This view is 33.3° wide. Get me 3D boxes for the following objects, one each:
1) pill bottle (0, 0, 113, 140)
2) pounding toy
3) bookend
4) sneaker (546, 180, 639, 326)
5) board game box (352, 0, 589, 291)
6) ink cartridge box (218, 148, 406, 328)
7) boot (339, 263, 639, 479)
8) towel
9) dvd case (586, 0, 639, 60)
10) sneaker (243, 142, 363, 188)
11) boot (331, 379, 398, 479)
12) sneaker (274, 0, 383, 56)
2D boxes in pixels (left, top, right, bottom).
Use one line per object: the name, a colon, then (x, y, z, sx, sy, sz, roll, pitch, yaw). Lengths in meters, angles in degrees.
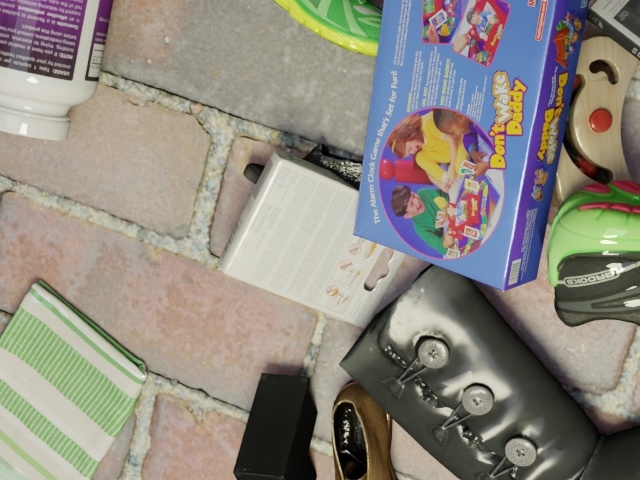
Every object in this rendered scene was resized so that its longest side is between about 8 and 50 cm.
pill bottle: (-0.387, -0.311, 1.493, 0.182, 0.181, 0.322, 16, 100, 15)
pounding toy: (0.310, -0.167, 1.354, 0.154, 0.155, 0.269, -22, 99, -10)
bookend: (-0.050, 0.294, 1.498, 0.072, 0.156, 0.157, 3, 52, 17)
sneaker: (0.501, 0.065, 1.259, 0.483, 0.185, 0.202, 13, 116, 6)
board game box: (0.171, -0.142, 1.283, 0.233, 0.078, 0.347, 22, 113, 37)
ink cartridge box: (0.000, 0.000, 1.452, 0.225, 0.056, 0.181, 22, 107, -21)
boot: (0.293, 0.186, 1.367, 0.367, 0.146, 0.445, -45, 78, 14)
towel: (-0.426, 0.257, 1.638, 0.248, 0.038, 0.325, 37, 104, 10)
dvd case: (0.462, -0.256, 1.275, 0.239, 0.029, 0.179, 41, 75, 10)
sneaker: (-0.015, -0.098, 1.470, 0.170, 0.051, 0.089, 23, 105, 8)
boot: (0.058, 0.349, 1.460, 0.112, 0.115, 0.305, -8, 94, 16)
sneaker: (0.009, -0.341, 1.406, 0.295, 0.109, 0.123, 38, 109, 10)
